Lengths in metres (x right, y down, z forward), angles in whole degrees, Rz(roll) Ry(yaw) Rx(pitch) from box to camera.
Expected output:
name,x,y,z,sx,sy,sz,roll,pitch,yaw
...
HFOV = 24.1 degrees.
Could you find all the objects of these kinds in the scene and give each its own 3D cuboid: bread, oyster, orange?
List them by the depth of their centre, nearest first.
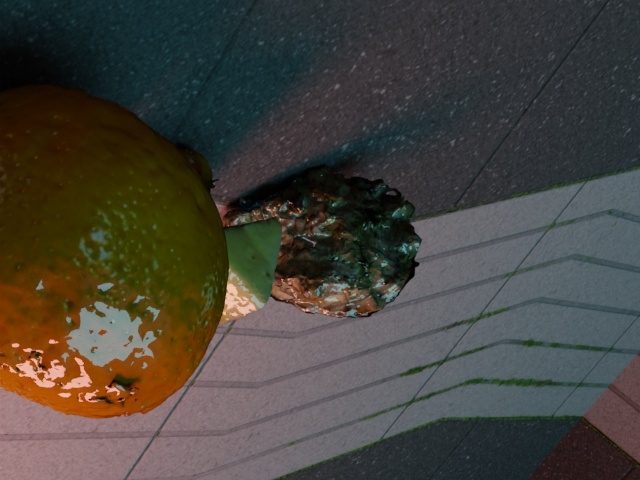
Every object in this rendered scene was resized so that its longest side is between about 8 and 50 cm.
name,x,y,z,sx,sy,sz,roll,pitch,yaw
orange,-0.248,0.007,1.435,0.293,0.341,0.340,-67,155,-10
bread,-0.180,0.048,1.688,0.266,0.141,0.178,-22,160,33
oyster,0.003,-0.004,1.914,0.260,0.198,0.092,8,152,-3

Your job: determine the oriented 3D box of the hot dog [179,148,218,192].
name,x,y,z,sx,sy,sz,roll,pitch,yaw
hot dog,-0.226,-0.038,1.673,0.250,0.076,0.104,-17,146,-41
